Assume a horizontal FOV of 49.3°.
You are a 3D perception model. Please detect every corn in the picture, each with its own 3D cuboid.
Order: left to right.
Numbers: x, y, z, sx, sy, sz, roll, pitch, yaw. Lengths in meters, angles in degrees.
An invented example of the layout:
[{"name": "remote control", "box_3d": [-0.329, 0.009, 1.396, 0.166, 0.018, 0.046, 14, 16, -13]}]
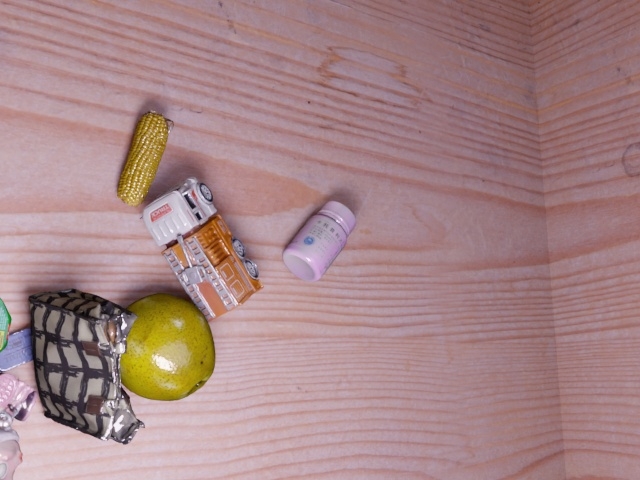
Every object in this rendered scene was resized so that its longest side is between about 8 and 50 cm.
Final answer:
[{"name": "corn", "box_3d": [-0.505, -0.230, 1.999, 0.106, 0.106, 0.293, 22, 72, -30]}]

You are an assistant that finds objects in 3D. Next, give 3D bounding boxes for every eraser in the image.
[{"name": "eraser", "box_3d": [-0.723, 0.258, 1.784, 0.225, 0.036, 0.082, -21, 92, -36]}]

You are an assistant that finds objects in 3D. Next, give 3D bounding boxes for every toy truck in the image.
[{"name": "toy truck", "box_3d": [-0.340, 0.029, 1.962, 0.388, 0.173, 0.207, 59, 20, -8]}]

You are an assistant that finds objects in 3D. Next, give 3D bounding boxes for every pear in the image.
[{"name": "pear", "box_3d": [-0.410, 0.289, 1.851, 0.294, 0.294, 0.294, 8, 76, -34]}]

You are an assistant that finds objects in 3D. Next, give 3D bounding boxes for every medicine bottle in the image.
[{"name": "medicine bottle", "box_3d": [0.000, 0.000, 2.270, 0.152, 0.152, 0.254, 47, 59, -18]}]

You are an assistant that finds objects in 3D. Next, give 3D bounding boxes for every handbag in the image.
[{"name": "handbag", "box_3d": [-0.560, 0.292, 1.675, 0.162, 0.327, 0.325, -12, 102, -43]}]

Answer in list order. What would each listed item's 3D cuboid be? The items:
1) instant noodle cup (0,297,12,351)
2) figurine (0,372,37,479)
[{"name": "instant noodle cup", "box_3d": [-0.838, 0.203, 1.593, 0.207, 0.232, 0.207, 8, 76, -34]}, {"name": "figurine", "box_3d": [-0.785, 0.479, 1.598, 0.210, 0.253, 0.362, 1, 66, 9]}]
